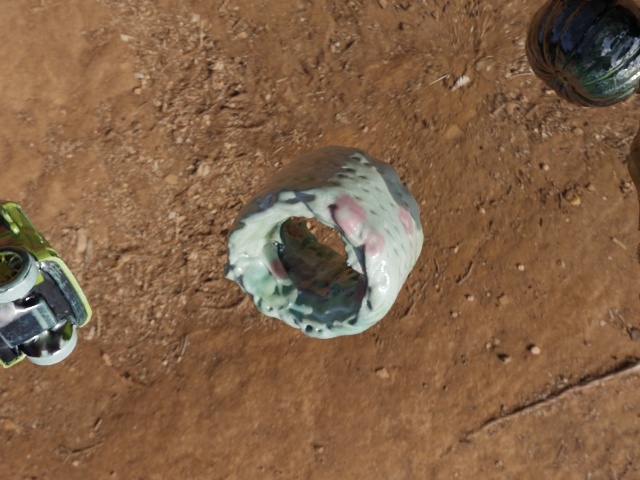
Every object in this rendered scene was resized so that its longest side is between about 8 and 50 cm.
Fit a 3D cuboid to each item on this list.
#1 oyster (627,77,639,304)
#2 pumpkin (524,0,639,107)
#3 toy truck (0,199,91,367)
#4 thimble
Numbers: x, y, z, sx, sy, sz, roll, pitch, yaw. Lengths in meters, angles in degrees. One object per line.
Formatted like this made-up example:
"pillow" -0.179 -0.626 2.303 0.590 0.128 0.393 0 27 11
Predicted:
"oyster" 0.288 -0.046 0.472 0.111 0.204 0.396 -9 107 0
"pumpkin" 0.460 -0.331 1.039 0.220 0.220 0.162 42 89 -2
"toy truck" -0.250 0.047 0.362 0.116 0.191 0.085 47 157 31
"thimble" 0.000 0.000 0.684 0.211 0.149 0.185 -3 117 30
